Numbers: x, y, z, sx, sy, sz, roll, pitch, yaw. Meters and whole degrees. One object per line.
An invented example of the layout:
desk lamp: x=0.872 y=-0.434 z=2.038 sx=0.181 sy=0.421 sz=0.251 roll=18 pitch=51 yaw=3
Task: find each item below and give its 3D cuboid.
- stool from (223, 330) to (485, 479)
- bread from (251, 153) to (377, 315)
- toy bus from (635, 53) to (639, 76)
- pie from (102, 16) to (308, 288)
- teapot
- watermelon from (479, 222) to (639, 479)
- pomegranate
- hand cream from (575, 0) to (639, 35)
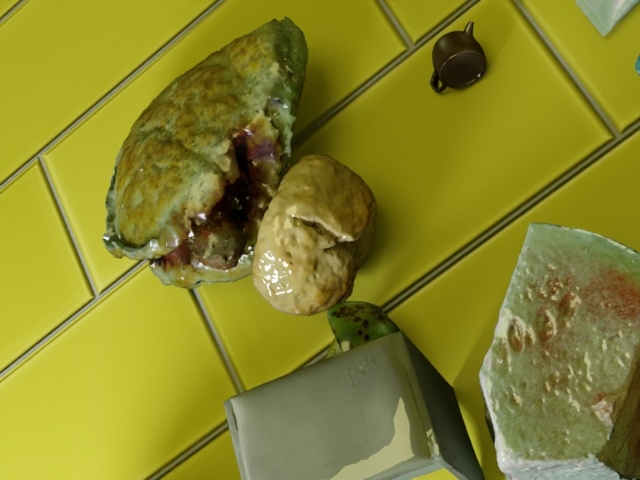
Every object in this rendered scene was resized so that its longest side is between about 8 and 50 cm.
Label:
stool: x=0.051 y=0.266 z=1.539 sx=0.243 sy=0.270 sz=0.170 roll=-22 pitch=63 yaw=11
bread: x=0.000 y=0.000 z=1.709 sx=0.134 sy=0.244 sz=0.244 roll=16 pitch=81 yaw=11
toy bus: x=0.542 y=-0.212 z=1.523 sx=0.256 sy=0.128 sz=0.147 roll=29 pitch=91 yaw=37
pie: x=-0.167 y=-0.137 z=1.879 sx=0.395 sy=0.180 sz=0.418 roll=-3 pitch=66 yaw=50
teapot: x=0.196 y=-0.267 z=1.782 sx=0.121 sy=0.076 sz=0.068 roll=-55 pitch=38 yaw=39
watermelon: x=0.280 y=0.188 z=1.428 sx=0.228 sy=0.258 sz=0.387 roll=17 pitch=118 yaw=27
pomegranate: x=0.062 y=0.169 z=1.682 sx=0.143 sy=0.122 sz=0.169 roll=-134 pitch=43 yaw=-61
hand cream: x=0.452 y=-0.375 z=1.681 sx=0.205 sy=0.050 sz=0.078 roll=-40 pitch=57 yaw=17
